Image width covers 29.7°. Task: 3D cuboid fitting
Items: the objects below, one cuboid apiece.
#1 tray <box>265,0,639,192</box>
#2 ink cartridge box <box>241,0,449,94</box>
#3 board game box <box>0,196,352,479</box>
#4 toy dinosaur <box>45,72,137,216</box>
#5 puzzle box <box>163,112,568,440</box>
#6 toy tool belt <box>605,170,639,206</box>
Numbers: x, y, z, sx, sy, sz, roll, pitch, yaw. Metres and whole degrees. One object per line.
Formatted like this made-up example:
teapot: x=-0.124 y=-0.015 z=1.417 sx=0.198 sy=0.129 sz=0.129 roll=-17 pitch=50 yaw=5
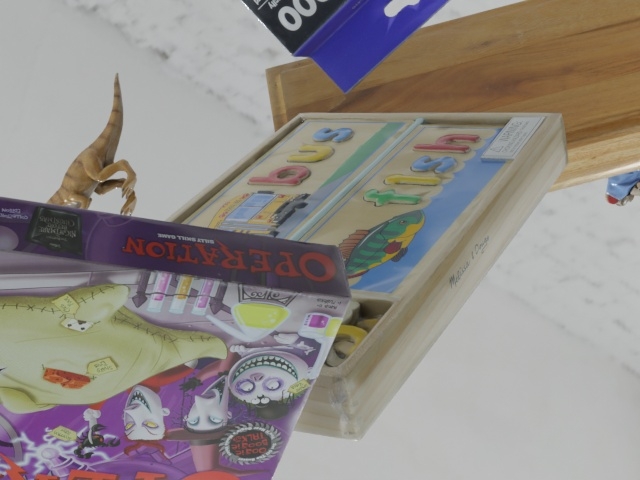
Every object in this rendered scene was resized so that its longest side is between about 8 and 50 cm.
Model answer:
tray: x=0.160 y=-0.134 z=1.209 sx=0.076 sy=0.411 sz=0.203 roll=68 pitch=-171 yaw=-52
ink cartridge box: x=0.018 y=-0.252 z=0.972 sx=0.208 sy=0.206 sz=0.045 roll=45 pitch=-156 yaw=-7
board game box: x=-0.178 y=0.069 z=0.653 sx=0.347 sy=0.208 sz=0.056 roll=8 pitch=-138 yaw=-18
toy dinosaur: x=-0.255 y=-0.087 z=1.385 sx=0.112 sy=0.064 sz=0.211 roll=31 pitch=-94 yaw=13
puzzle box: x=0.000 y=0.000 z=0.949 sx=0.409 sy=0.272 sz=0.052 roll=-45 pitch=-50 yaw=-48
toy tool belt: x=0.348 y=-0.068 z=1.382 sx=0.052 sy=0.083 sz=0.051 roll=25 pitch=-147 yaw=2
